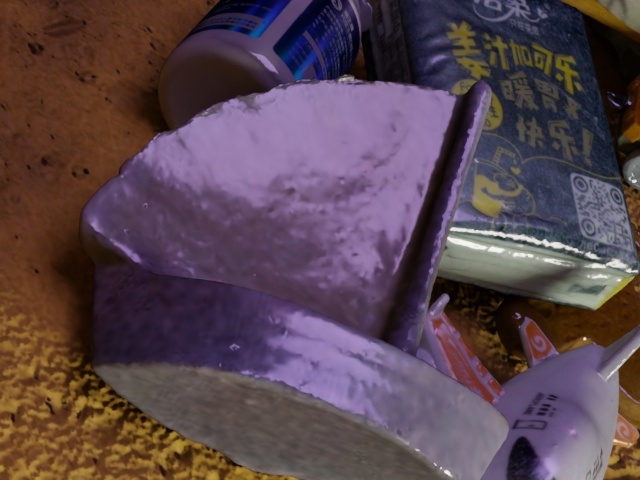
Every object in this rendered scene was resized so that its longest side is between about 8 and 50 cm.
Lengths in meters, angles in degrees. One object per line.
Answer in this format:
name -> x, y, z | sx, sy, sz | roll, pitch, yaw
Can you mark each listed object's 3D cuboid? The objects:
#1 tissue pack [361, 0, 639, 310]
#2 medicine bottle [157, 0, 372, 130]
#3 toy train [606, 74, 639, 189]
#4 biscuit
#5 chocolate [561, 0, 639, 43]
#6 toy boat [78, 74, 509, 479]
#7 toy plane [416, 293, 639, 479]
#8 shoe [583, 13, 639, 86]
tissue pack -> 0.135, -0.085, 1.223 | 0.185, 0.081, 0.257 | 13, 53, -28
medicine bottle -> -0.034, -0.138, 1.166 | 0.107, 0.107, 0.191 | 41, 39, -6
toy train -> 0.356, -0.082, 1.452 | 0.219, 0.127, 0.089 | 37, 39, -13
biscuit -> 0.186, 0.025, 1.270 | 0.301, 0.049, 0.197 | 49, 48, 6
chocolate -> 0.333, -0.243, 1.458 | 0.445, 0.162, 0.162 | 31, 39, 4
toy boat -> -0.018, 0.020, 1.014 | 0.276, 0.111, 0.293 | 7, 57, -16
toy plane -> 0.152, 0.138, 1.087 | 0.245, 0.117, 0.244 | 25, 44, -26
shoe -> 0.328, -0.213, 1.590 | 0.099, 0.071, 0.169 | -2, 63, -46
